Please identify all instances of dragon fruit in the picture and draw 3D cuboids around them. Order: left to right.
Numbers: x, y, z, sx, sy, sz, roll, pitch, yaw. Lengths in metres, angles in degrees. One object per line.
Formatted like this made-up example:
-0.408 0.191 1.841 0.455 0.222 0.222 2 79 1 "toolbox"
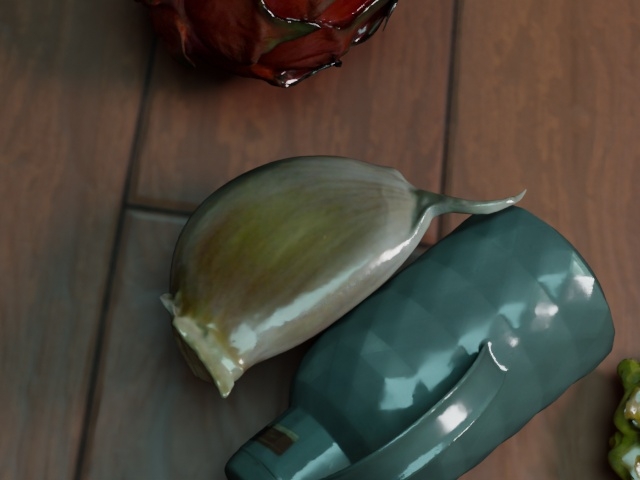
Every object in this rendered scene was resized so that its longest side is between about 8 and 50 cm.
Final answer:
-0.029 -0.220 0.975 0.274 0.193 0.192 4 40 -8 "dragon fruit"

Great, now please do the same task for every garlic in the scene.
0.002 -0.005 0.918 0.266 0.128 0.148 -35 72 -6 "garlic"

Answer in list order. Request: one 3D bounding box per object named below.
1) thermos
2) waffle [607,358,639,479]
0.070 0.105 0.878 0.286 0.182 0.145 -37 99 -20 "thermos"
0.348 0.205 0.948 0.300 0.058 0.282 23 68 -2 "waffle"
